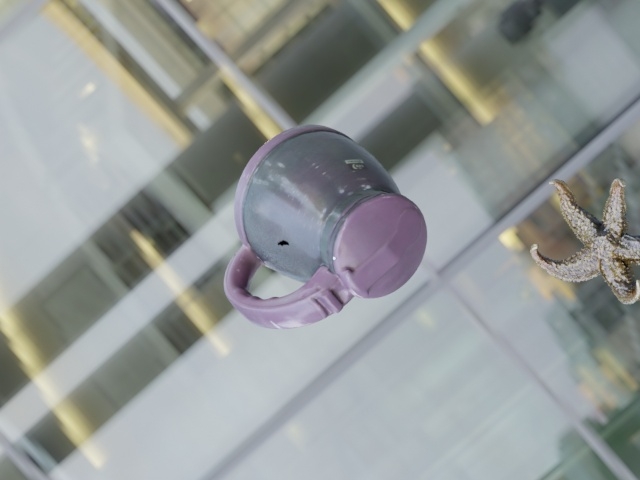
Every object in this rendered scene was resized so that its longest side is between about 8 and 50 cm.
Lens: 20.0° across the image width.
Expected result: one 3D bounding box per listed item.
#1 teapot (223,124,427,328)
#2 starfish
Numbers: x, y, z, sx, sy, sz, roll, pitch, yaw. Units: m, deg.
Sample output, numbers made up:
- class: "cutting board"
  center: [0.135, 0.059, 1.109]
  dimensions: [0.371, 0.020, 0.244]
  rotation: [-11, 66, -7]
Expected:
- class: "teapot"
  center: [0.000, -0.009, 1.325]
  dimensions: [0.146, 0.148, 0.116]
  rotation: [32, 137, 53]
- class: "starfish"
  center: [0.164, 0.000, 1.075]
  dimensions: [0.028, 0.078, 0.091]
  rotation: [-4, -127, -52]
